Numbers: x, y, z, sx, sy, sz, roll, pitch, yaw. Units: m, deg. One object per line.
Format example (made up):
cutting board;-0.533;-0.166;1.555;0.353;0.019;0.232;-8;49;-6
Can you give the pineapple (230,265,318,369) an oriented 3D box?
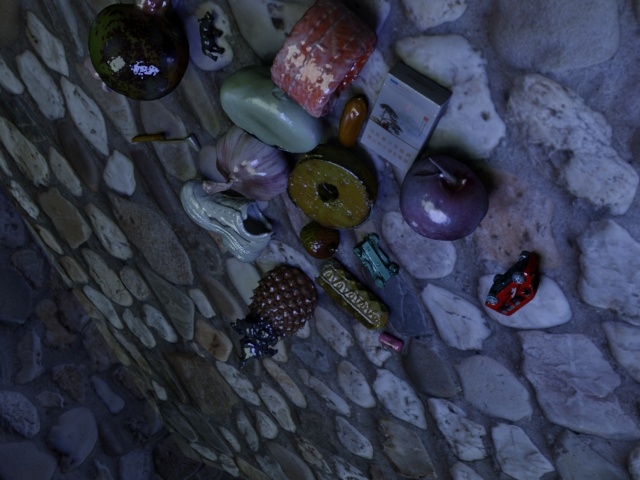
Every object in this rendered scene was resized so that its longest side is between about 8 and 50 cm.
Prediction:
pineapple;-0.172;0.259;2.307;0.222;0.357;0.223;25;143;20

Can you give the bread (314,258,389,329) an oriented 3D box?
bread;0.103;0.176;2.198;0.269;0.098;0.087;42;-175;0

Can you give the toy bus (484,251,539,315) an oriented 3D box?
toy bus;0.498;0.114;1.784;0.089;0.081;0.195;31;143;-1

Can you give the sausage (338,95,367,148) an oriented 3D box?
sausage;0.077;-0.296;1.780;0.062;0.054;0.183;60;153;24

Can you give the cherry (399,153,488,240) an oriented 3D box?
cherry;0.289;-0.097;1.679;0.213;0.183;0.266;47;160;8

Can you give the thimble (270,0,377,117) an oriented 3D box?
thimble;0.010;-0.407;1.582;0.162;0.239;0.239;38;143;1

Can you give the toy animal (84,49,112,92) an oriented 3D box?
toy animal;-0.673;-0.532;2.178;0.124;0.124;0.212;40;140;3

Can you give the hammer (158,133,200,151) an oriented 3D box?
hammer;-0.461;-0.313;2.284;0.195;0.028;0.060;6;137;43

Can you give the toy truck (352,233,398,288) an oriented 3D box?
toy truck;0.154;0.061;2.051;0.154;0.080;0.078;54;163;-14

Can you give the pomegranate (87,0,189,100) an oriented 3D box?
pomegranate;-0.467;-0.554;1.883;0.284;0.285;0.341;32;116;13

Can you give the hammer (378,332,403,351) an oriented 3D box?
hammer;0.227;0.329;2.276;0.083;0.043;0.043;23;139;23

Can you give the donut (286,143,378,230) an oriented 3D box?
donut;0.039;-0.152;1.896;0.271;0.107;0.272;20;147;14

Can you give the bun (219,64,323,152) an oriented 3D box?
bun;-0.111;-0.356;1.797;0.283;0.179;0.283;26;166;7

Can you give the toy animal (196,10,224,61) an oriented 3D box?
toy animal;-0.297;-0.548;1.875;0.065;0.047;0.136;34;149;25

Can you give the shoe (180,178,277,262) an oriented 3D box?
shoe;-0.284;-0.093;2.258;0.342;0.132;0.210;44;140;-9

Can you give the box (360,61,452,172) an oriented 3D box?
box;0.197;-0.288;1.667;0.149;0.067;0.233;34;143;9

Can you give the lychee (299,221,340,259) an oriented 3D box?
lychee;0.000;0.000;2.094;0.146;0.114;0.114;32;145;37

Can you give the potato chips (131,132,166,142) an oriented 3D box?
potato chips;-0.568;-0.340;2.344;0.203;0.037;0.026;6;121;45

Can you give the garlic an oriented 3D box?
garlic;-0.227;-0.198;1.997;0.245;0.253;0.245;32;143;28
